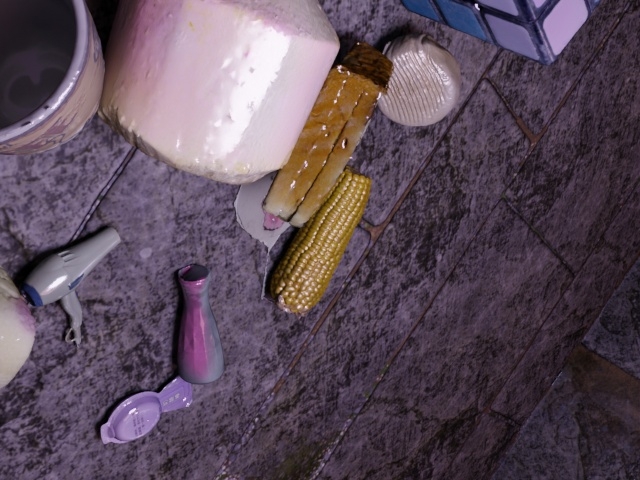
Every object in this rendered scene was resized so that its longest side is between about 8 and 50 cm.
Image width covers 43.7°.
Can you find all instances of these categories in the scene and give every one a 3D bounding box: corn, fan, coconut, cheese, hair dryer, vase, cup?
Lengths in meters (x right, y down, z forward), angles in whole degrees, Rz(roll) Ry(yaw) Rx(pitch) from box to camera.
[{"bbox_3d":[0.000,0.000,1.526,0.106,0.106,0.305,25,93,-51],"label":"corn"},{"bbox_3d":[-0.091,-0.019,1.485,0.182,0.010,0.310,-17,127,-38],"label":"fan"},{"bbox_3d":[-0.133,-0.258,1.076,0.298,0.297,0.309,11,110,-49],"label":"coconut"},{"bbox_3d":[-0.315,0.310,1.456,0.191,0.042,0.105,-24,132,-35],"label":"cheese"},{"bbox_3d":[-0.361,0.069,1.244,0.167,0.067,0.199,-47,151,-19],"label":"hair dryer"},{"bbox_3d":[-0.218,0.148,1.419,0.086,0.086,0.214,-22,126,-35],"label":"vase"},{"bbox_3d":[-0.389,-0.201,0.896,0.257,0.301,0.227,131,-28,-83],"label":"cup"}]

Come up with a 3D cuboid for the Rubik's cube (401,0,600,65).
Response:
[{"bbox_3d":[0.285,-0.540,1.239,0.358,0.363,0.362,-49,145,-3],"label":"Rubik's cube"}]

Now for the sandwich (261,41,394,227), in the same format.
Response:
[{"bbox_3d":[0.015,-0.174,1.289,0.271,0.099,0.301,-56,-175,22],"label":"sandwich"}]

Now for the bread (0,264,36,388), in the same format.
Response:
[{"bbox_3d":[-0.536,0.092,0.963,0.338,0.187,0.155,12,114,-49],"label":"bread"}]

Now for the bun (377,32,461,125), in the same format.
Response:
[{"bbox_3d":[0.177,-0.306,1.479,0.113,0.167,0.173,-79,176,-50],"label":"bun"}]
